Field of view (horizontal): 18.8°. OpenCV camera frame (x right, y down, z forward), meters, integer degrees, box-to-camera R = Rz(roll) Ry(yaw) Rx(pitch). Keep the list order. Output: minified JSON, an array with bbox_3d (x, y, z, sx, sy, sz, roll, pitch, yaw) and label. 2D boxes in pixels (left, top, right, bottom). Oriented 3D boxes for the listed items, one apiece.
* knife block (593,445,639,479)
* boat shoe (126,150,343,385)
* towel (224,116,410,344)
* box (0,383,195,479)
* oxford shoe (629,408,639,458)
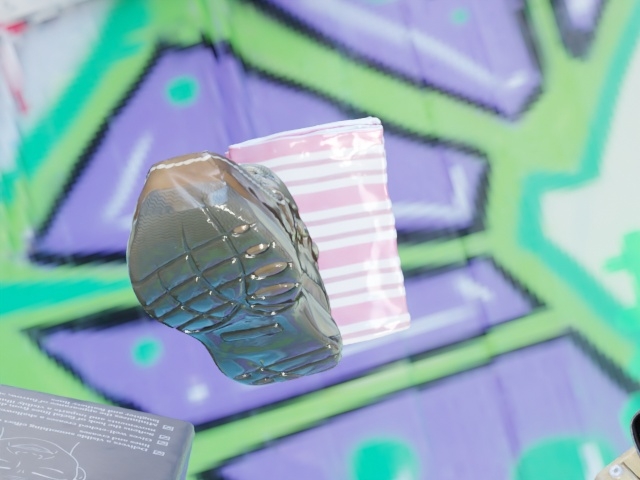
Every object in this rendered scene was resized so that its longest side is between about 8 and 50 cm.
[{"bbox_3d":[0.420,0.254,1.931,0.088,0.275,0.242,46,-14,45],"label":"knife block"},{"bbox_3d":[-0.066,0.006,1.433,0.324,0.122,0.120,66,17,-65],"label":"boat shoe"},{"bbox_3d":[0.000,0.000,1.677,0.029,0.144,0.197,-156,-124,-70],"label":"towel"},{"bbox_3d":[-0.300,0.303,1.880,0.395,0.293,0.212,-77,178,-78],"label":"box"},{"bbox_3d":[0.332,0.228,1.650,0.096,0.083,0.227,17,25,-40],"label":"oxford shoe"}]
